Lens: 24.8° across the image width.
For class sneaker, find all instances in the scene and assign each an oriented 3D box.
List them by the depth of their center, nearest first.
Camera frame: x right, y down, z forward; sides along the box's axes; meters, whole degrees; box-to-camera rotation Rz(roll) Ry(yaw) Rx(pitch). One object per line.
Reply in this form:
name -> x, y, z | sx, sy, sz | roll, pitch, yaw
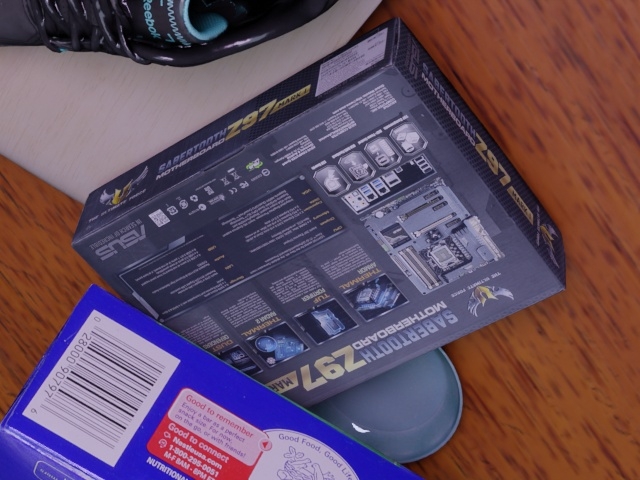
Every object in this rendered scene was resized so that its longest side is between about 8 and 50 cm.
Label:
sneaker -> -0.098, -0.140, 0.743 | 0.267, 0.106, 0.101 | -8, 126, 17

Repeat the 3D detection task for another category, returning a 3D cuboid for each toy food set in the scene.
toy food set -> -0.108, -0.148, 0.862 | 0.219, 0.092, 0.306 | 33, 125, -13

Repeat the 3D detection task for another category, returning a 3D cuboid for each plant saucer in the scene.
plant saucer -> 0.038, 0.094, 0.967 | 0.119, 0.021, 0.119 | 9, 120, 15

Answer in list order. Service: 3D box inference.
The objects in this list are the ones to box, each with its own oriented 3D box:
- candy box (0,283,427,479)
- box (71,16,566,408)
candy box -> -0.088, 0.205, 0.954 | 0.268, 0.122, 0.317 | 31, 144, 0
box -> 0.000, 0.000, 0.860 | 0.232, 0.059, 0.183 | -28, 120, 25
